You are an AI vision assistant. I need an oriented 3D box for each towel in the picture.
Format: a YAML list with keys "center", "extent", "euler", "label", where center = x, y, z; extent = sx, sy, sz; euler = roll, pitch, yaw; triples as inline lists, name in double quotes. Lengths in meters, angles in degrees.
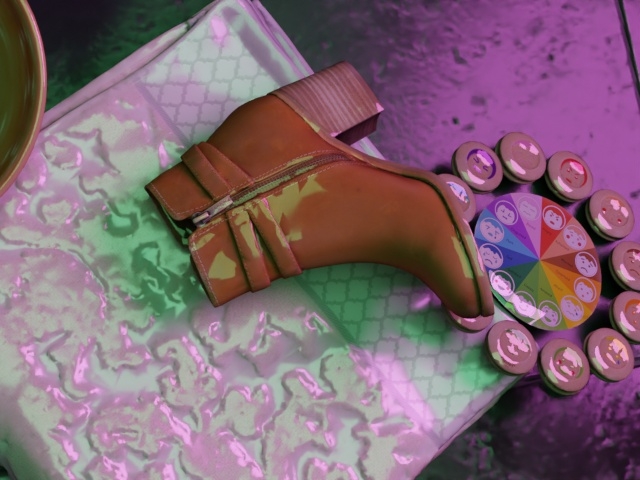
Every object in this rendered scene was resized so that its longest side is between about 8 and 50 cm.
- center: [-0.070, 0.049, 1.189]
  extent: [0.317, 0.053, 0.332]
  euler: [-39, 89, -16]
  label: "towel"

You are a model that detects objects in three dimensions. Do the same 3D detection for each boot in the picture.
- center: [0.000, 0.000, 1.146]
  extent: [0.152, 0.073, 0.197]
  euler: [-32, 68, -12]
  label: "boot"

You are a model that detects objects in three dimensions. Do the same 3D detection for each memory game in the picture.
- center: [0.145, 0.012, 1.229]
  extent: [0.186, 0.012, 0.186]
  euler: [14, 59, -24]
  label: "memory game"

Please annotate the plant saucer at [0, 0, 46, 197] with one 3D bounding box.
- center: [-0.262, -0.094, 1.119]
  extent: [0.200, 0.037, 0.200]
  euler: [0, 93, -8]
  label: "plant saucer"
